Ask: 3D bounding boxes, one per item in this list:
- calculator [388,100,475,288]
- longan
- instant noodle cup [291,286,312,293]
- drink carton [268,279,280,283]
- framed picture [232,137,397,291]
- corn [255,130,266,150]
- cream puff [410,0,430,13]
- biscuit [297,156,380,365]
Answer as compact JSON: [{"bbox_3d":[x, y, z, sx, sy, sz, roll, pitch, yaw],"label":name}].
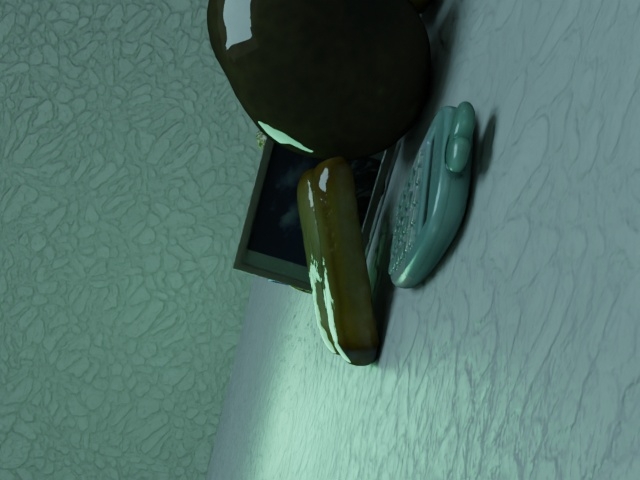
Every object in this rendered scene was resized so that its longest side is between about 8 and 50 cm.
[{"bbox_3d":[0.131,-0.051,1.126,0.295,0.042,0.184,112,169,-61],"label":"calculator"},{"bbox_3d":[-0.003,-0.269,1.361,0.288,0.350,0.288,-37,17,13],"label":"longan"},{"bbox_3d":[0.000,0.000,1.643,0.122,0.151,0.151,-68,-1,-50],"label":"instant noodle cup"},{"bbox_3d":[-0.020,-0.053,1.954,0.131,0.106,0.315,-87,13,-48],"label":"drink carton"},{"bbox_3d":[-0.011,-0.055,1.534,0.019,0.208,0.281,-65,-11,-74],"label":"framed picture"},{"bbox_3d":[-0.002,-0.233,1.822,0.288,0.086,0.087,-22,45,35],"label":"corn"},{"bbox_3d":[0.113,-0.454,1.499,0.244,0.196,0.244,-42,15,14],"label":"cream puff"},{"bbox_3d":[0.021,0.031,1.385,0.237,0.062,0.291,-176,77,-80],"label":"biscuit"}]
